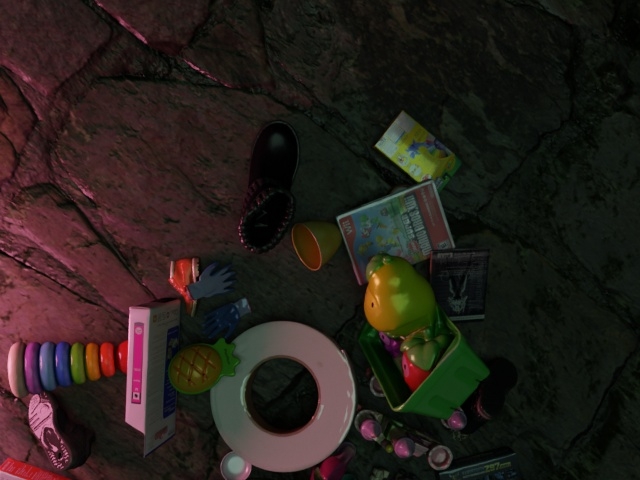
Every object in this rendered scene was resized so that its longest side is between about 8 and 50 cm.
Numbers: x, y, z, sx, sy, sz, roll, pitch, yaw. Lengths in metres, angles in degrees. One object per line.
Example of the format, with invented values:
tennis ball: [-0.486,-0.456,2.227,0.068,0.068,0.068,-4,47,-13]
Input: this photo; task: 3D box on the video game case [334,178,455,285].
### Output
video game case: [0.204,-0.023,1.744,0.285,0.025,0.204,-21,102,-4]

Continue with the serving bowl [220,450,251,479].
serving bowl: [-0.229,0.615,1.756,0.083,0.027,0.083,1,76,-5]

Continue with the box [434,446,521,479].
box: [0.455,0.707,1.835,0.232,0.059,0.184,-13,95,-5]

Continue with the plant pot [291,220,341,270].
plant pot: [0.000,0.000,1.718,0.095,0.134,0.134,-25,96,-28]

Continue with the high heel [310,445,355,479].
high heel: [0.005,0.628,1.690,0.082,0.244,0.117,48,46,9]

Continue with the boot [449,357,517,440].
boot: [0.451,0.443,1.802,0.085,0.236,0.179,38,131,8]

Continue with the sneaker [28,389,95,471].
sneaker: [-0.671,0.491,1.679,0.087,0.130,0.227,-40,69,1]

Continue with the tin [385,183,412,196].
tin: [0.215,-0.063,1.779,0.106,0.040,0.190,21,90,-12]

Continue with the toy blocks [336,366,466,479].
toy blocks: [0.211,0.536,1.695,0.288,0.260,0.309,25,90,-8]

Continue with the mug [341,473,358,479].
mug: [0.061,0.724,1.759,0.157,0.129,0.097,-34,99,31]

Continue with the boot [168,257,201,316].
boot: [-0.359,0.125,1.709,0.084,0.059,0.158,-2,85,-4]

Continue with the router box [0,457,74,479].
router box: [-0.745,0.782,1.677,0.301,0.082,0.336,22,90,-8]

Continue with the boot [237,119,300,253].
boot: [-0.122,-0.141,1.618,0.131,0.260,0.348,11,92,-7]

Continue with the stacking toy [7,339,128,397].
stacking toy: [-0.612,0.311,1.658,0.330,0.141,0.141,-6,94,-14]

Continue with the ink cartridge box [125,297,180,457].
ink cartridge box: [-0.424,0.340,1.645,0.069,0.176,0.371,1,92,12]

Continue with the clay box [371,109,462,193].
clay box: [0.265,-0.235,1.766,0.222,0.053,0.127,39,88,-9]

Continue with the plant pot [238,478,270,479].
plant pot: [-0.159,0.763,1.680,0.252,0.248,0.247,-12,94,-20]

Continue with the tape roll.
tape roll: [-0.094,0.401,1.690,0.391,0.072,0.392,-1,84,9]

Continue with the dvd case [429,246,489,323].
dvd case: [0.382,0.128,1.790,0.164,0.018,0.221,-3,108,-7]

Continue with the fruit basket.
fruit basket: [0.205,0.216,1.607,0.392,0.392,0.283,38,100,-7]

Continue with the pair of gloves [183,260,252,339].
pair of gloves: [-0.267,0.161,1.705,0.159,0.023,0.198,-28,103,-33]

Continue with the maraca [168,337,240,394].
maraca: [-0.299,0.321,1.654,0.185,0.099,0.127,-20,72,-5]
